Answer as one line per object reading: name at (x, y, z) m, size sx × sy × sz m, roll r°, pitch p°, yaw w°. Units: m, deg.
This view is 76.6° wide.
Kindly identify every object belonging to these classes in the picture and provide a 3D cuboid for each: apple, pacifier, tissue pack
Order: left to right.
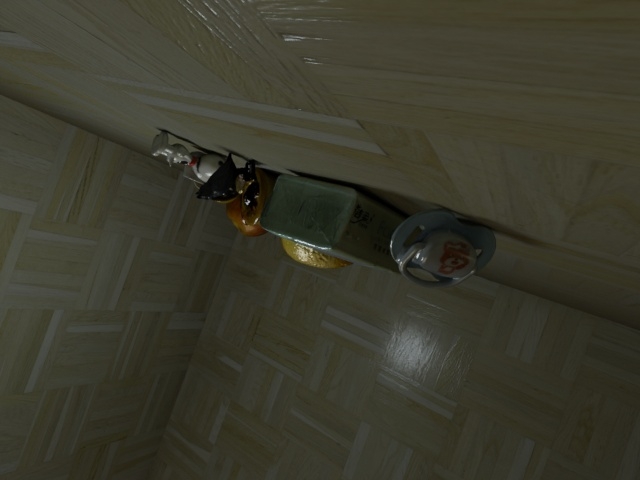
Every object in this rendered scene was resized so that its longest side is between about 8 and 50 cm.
apple at (-0.357, -0.148, 2.141) m, size 0.302 × 0.301 × 0.301 m, roll 20°, pitch 180°, yaw 0°
tissue pack at (0.074, -0.045, 1.292) m, size 0.332 × 0.205 × 0.405 m, roll 20°, pitch -179°, yaw 41°
pacifier at (0.303, 0.000, 1.063) m, size 0.279 × 0.227 × 0.207 m, roll 20°, pitch -141°, yaw -18°

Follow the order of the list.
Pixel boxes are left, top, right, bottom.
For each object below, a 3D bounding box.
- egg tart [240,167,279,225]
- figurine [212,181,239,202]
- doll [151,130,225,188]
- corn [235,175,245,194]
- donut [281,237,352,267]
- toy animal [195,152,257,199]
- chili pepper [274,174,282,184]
egg tart at (-0.198, -0.150, 1.484) m, size 0.171 × 0.215 × 0.215 m, roll 8°, pitch -174°, yaw -31°
figurine at (-0.473, -0.263, 1.891) m, size 0.192 × 0.167 × 0.257 m, roll 34°, pitch -179°, yaw 13°
doll at (-0.477, -0.293, 1.480) m, size 0.272 × 0.143 × 0.208 m, roll 17°, pitch 161°, yaw -26°
corn at (-0.211, -0.199, 1.701) m, size 0.305 × 0.122 × 0.123 m, roll 23°, pitch -165°, yaw -32°
donut at (0.000, 0.000, 1.844) m, size 0.436 × 0.163 × 0.378 m, roll 13°, pitch -156°, yaw 21°
toy animal at (-0.317, -0.210, 1.315) m, size 0.210 × 0.117 × 0.121 m, roll -26°, pitch -157°, yaw -17°
chili pepper at (-0.056, -0.171, 1.442) m, size 0.088 × 0.059 × 0.227 m, roll 14°, pitch 178°, yaw 41°
